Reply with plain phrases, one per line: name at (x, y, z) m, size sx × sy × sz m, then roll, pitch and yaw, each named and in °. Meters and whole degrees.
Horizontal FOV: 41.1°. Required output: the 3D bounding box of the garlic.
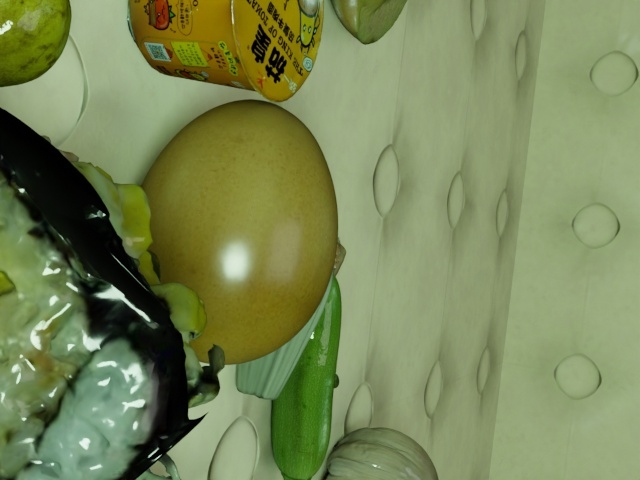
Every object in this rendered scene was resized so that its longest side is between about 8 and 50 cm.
garlic at (0.109, 0.532, 1.660) m, size 0.322 × 0.241 × 0.322 m, roll -9°, pitch 104°, yaw -41°

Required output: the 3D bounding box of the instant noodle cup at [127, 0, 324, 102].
instant noodle cup at (-0.115, -0.279, 1.025) m, size 0.216 × 0.172 × 0.216 m, roll -27°, pitch 121°, yaw -59°

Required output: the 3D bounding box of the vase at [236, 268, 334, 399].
vase at (-0.063, 0.119, 1.299) m, size 0.128 × 0.128 × 0.248 m, roll 13°, pitch 94°, yaw -64°

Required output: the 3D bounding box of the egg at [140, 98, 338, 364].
egg at (-0.102, -0.011, 1.027) m, size 0.250 × 0.250 × 0.322 m, roll 29°, pitch 76°, yaw -63°

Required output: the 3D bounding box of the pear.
pear at (-0.283, -0.201, 0.781) m, size 0.107 × 0.107 × 0.131 m, roll 71°, pitch 28°, yaw -42°

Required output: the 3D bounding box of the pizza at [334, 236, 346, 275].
pizza at (0.000, 0.000, 1.476) m, size 0.185 × 0.052 × 0.195 m, roll -53°, pitch 141°, yaw -51°

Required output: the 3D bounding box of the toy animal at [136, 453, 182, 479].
toy animal at (-0.189, 0.358, 1.031) m, size 0.073 × 0.176 × 0.217 m, roll -12°, pitch 106°, yaw -64°

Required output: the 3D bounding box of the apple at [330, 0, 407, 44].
apple at (0.080, -0.439, 1.458) m, size 0.265 × 0.120 × 0.193 m, roll -48°, pitch 151°, yaw -46°

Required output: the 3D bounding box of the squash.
squash at (-0.027, 0.239, 1.411) m, size 0.107 × 0.107 × 0.395 m, roll -16°, pitch 115°, yaw -62°

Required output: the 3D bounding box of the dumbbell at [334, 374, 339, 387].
dumbbell at (-0.005, 0.291, 1.542) m, size 0.052 × 0.046 × 0.118 m, roll 72°, pitch 35°, yaw -50°

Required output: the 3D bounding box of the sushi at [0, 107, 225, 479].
sushi at (-0.269, 0.075, 0.670) m, size 0.328 × 0.328 × 0.285 m, roll -43°, pitch 180°, yaw 0°
